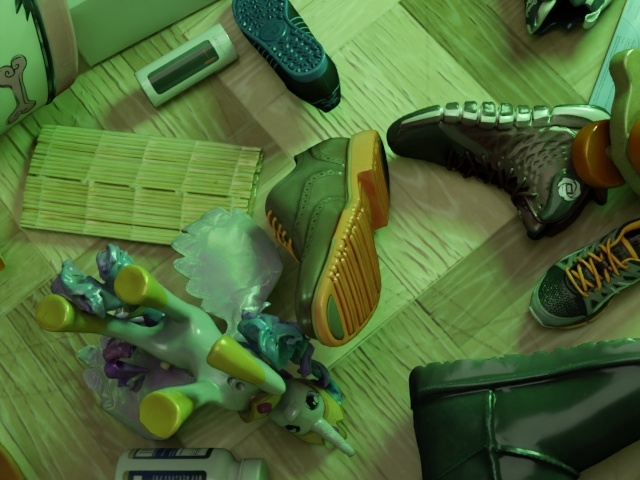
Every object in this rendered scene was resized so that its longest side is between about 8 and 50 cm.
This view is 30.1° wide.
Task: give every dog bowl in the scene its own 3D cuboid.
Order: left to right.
[{"bbox_3d":[-0.442,-0.330,1.504,0.150,0.408,0.408,-25,69,-19],"label":"dog bowl"}]

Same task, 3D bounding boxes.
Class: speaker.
[{"bbox_3d":[-0.178,-0.235,1.595,0.136,0.055,0.055,-31,70,-2],"label":"speaker"}]

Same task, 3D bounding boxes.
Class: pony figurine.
[{"bbox_3d":[-0.145,0.121,1.350,0.351,0.363,0.303,36,93,31],"label":"pony figurine"}]

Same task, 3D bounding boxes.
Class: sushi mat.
[{"bbox_3d":[-0.237,-0.070,1.568,0.316,0.019,0.151,7,74,12],"label":"sushi mat"}]

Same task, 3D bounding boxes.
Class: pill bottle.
[{"bbox_3d":[-0.149,0.291,1.396,0.169,0.094,0.094,-2,72,9],"label":"pill bottle"}]

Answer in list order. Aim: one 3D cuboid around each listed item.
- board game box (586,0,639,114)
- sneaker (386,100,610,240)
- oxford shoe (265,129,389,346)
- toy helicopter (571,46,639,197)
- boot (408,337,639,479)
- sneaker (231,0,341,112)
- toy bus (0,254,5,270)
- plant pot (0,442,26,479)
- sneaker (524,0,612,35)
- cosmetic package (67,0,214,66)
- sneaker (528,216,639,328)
[{"bbox_3d":[0.449,-0.258,1.519,0.145,0.027,0.281,19,76,15],"label":"board game box"},{"bbox_3d":[0.221,-0.080,1.457,0.281,0.106,0.162,-2,75,8],"label":"sneaker"},{"bbox_3d":[0.000,0.000,1.396,0.133,0.130,0.363,-6,32,14],"label":"oxford shoe"},{"bbox_3d":[0.446,-0.207,1.404,0.235,0.140,0.355,10,84,-22],"label":"toy helicopter"},{"bbox_3d":[0.287,0.345,1.282,0.367,0.146,0.445,-9,68,14],"label":"boot"},{"bbox_3d":[-0.045,-0.255,1.574,0.081,0.090,0.232,-31,49,-1],"label":"sneaker"},{"bbox_3d":[-0.551,-0.004,1.540,0.220,0.149,0.211,-32,57,0],"label":"toy bus"},{"bbox_3d":[-0.486,0.361,1.347,0.203,0.291,0.291,-13,70,23],"label":"plant pot"},{"bbox_3d":[0.271,-0.345,1.539,0.235,0.094,0.153,25,69,5],"label":"sneaker"},{"bbox_3d":[-0.211,-0.421,1.608,0.365,0.155,0.197,-27,69,0],"label":"cosmetic package"},{"bbox_3d":[0.341,0.028,1.413,0.215,0.083,0.084,-33,72,-1],"label":"sneaker"}]
